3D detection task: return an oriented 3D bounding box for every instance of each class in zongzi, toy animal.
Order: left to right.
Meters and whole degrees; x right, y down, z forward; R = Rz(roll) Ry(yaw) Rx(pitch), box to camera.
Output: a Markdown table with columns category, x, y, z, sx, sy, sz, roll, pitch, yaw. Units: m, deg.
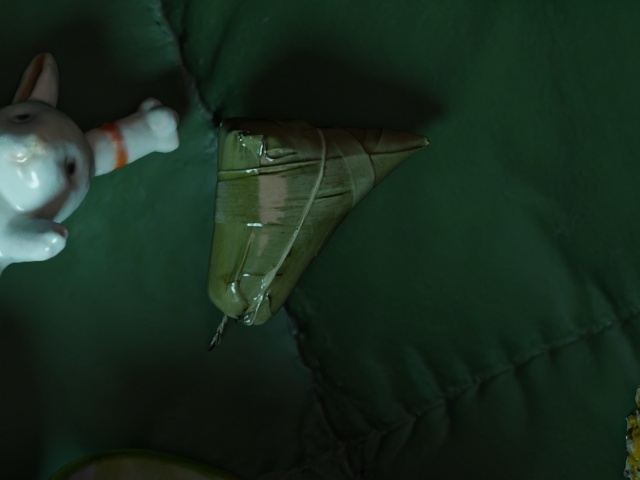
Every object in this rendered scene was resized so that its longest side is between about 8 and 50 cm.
| category | x | y | z | sx | sy | sz | roll | pitch | yaw |
| --- | --- | --- | --- | --- | --- | --- | --- | --- | --- |
| toy animal | -0.234 | -0.045 | 1.413 | 0.282 | 0.138 | 0.140 | -40 | 94 | -11 |
| zongzi | 0.000 | 0.000 | 1.505 | 0.178 | 0.081 | 0.189 | 3 | 95 | -23 |

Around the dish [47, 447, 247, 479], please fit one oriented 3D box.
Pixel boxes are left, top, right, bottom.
| category | x | y | z | sx | sy | sz | roll | pitch | yaw |
| --- | --- | --- | --- | --- | --- | --- | --- | --- | --- |
| dish | -0.088 | 0.303 | 1.386 | 0.324 | 0.324 | 0.124 | 28 | 111 | -12 |

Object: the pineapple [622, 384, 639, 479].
| category | x | y | z | sx | sy | sz | roll | pitch | yaw |
| --- | --- | --- | --- | --- | --- | --- | --- | --- | --- |
| pineapple | 0.341 | 0.169 | 1.545 | 0.161 | 0.137 | 0.176 | -27 | 97 | -12 |
